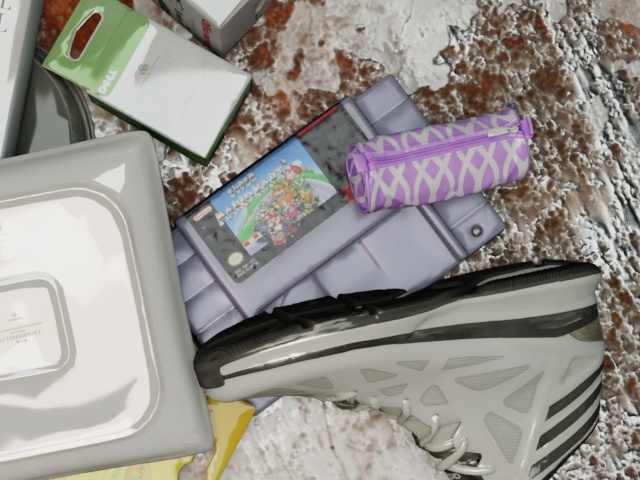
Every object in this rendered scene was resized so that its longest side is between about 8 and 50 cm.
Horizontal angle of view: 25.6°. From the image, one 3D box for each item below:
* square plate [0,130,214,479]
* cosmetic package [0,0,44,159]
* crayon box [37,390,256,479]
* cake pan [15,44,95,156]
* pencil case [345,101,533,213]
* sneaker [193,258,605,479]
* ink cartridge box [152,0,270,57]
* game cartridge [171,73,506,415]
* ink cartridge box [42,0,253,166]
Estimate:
[{"bbox_3d":[-0.309,0.087,1.430,0.347,0.049,0.344,-11,98,-3],"label":"square plate"},{"bbox_3d":[-0.500,-0.189,1.486,0.377,0.097,0.284,9,87,-3],"label":"cosmetic package"},{"bbox_3d":[-0.253,0.192,1.521,0.318,0.081,0.202,29,85,0],"label":"crayon box"},{"bbox_3d":[-0.397,-0.102,1.558,0.293,0.054,0.293,0,84,-4],"label":"cake pan"},{"bbox_3d":[0.130,-0.087,1.521,0.206,0.088,0.086,-15,80,-11],"label":"pencil case"},{"bbox_3d":[0.102,0.178,1.470,0.447,0.169,0.257,-9,96,-14],"label":"sneaker"},{"bbox_3d":[-0.159,-0.308,1.545,0.208,0.153,0.087,39,84,2],"label":"ink cartridge box"},{"bbox_3d":[0.000,0.000,1.572,0.355,0.068,0.230,-37,92,-6],"label":"game cartridge"},{"bbox_3d":[-0.191,-0.182,1.574,0.209,0.062,0.109,29,83,0],"label":"ink cartridge box"}]
